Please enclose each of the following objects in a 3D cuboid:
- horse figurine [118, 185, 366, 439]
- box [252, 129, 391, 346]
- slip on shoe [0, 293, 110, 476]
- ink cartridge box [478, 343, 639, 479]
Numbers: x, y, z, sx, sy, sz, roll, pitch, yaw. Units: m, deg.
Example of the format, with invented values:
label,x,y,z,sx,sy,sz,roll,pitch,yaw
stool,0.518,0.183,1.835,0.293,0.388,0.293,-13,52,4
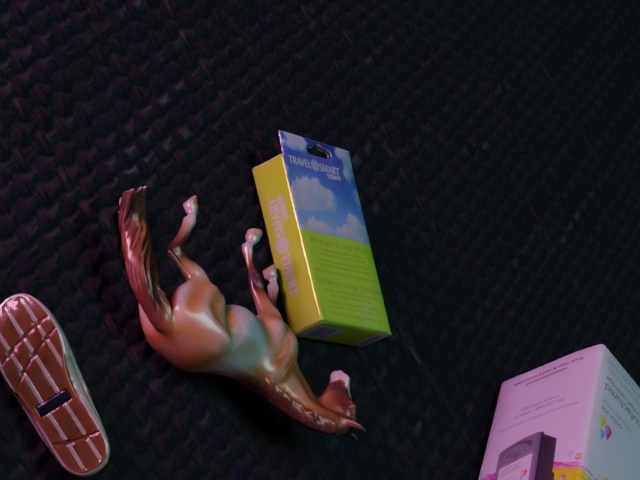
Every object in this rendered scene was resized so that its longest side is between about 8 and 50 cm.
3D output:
label,x,y,z,sx,sy,sz,roll,pitch,yaw
horse figurine,-0.077,0.054,1.449,0.263,0.066,0.174,30,40,-45
box,0.000,0.000,1.616,0.109,0.042,0.178,14,58,-52
slip on shoe,-0.186,0.102,1.284,0.135,0.051,0.041,59,-8,6
ink cartridge box,0.252,0.283,1.705,0.226,0.131,0.306,49,34,-23
